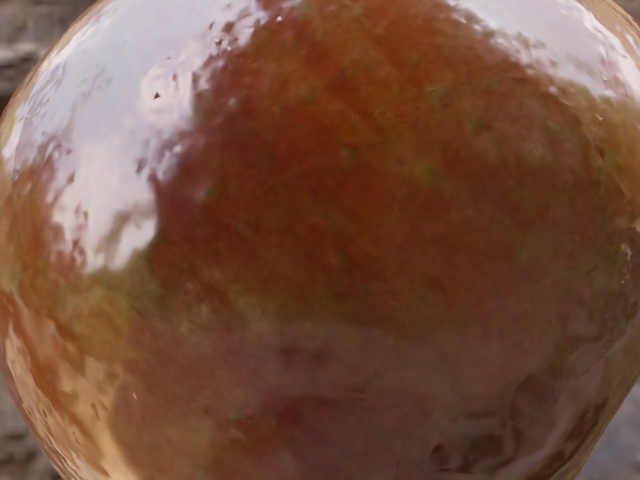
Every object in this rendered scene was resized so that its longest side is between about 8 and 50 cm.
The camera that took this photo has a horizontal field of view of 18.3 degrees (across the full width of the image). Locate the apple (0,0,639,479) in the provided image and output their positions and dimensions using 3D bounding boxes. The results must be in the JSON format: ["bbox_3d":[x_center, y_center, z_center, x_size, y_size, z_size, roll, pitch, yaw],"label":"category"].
[{"bbox_3d":[0.000,0.000,0.774,0.301,0.301,0.301,-6,-26,-3],"label":"apple"}]
